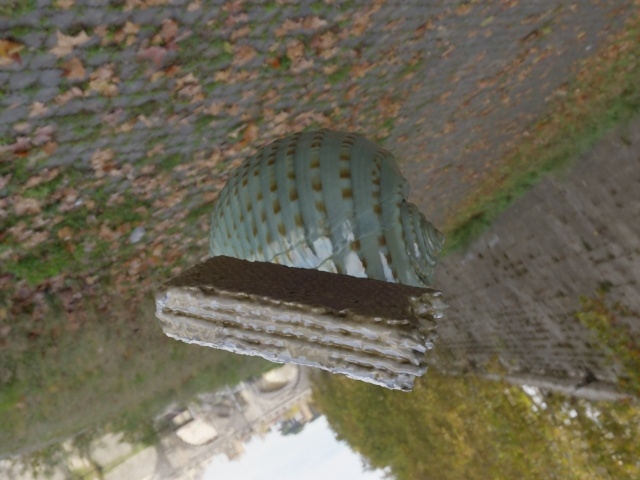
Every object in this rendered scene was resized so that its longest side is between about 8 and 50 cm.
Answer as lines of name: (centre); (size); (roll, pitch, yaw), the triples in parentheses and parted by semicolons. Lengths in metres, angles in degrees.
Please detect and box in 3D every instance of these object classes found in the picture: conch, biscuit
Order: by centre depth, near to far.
biscuit: (-0.016, 0.065, 0.623); (0.239, 0.062, 0.108); (8, -164, 19)
conch: (0.006, 0.002, 1.022); (0.319, 0.303, 0.215); (-15, -167, -8)
